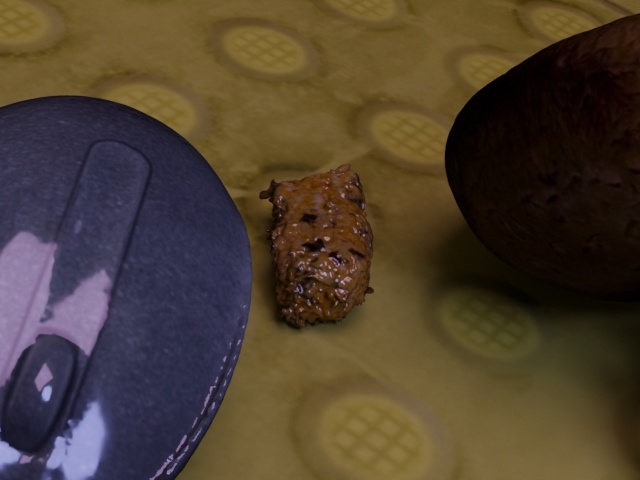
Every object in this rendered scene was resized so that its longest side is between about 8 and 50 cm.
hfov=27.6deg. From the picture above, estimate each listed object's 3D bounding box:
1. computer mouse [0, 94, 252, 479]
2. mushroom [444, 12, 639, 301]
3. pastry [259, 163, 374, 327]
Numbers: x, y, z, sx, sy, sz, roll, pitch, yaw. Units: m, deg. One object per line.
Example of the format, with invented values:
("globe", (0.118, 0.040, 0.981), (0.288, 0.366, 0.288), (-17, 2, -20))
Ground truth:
("computer mouse", (-0.147, 0.015, 0.776), (0.203, 0.114, 0.374), (22, 35, -15))
("mushroom", (0.249, -0.062, 0.890), (0.345, 0.345, 0.239), (-8, 56, -30))
("pastry", (0.000, 0.000, 0.923), (0.080, 0.056, 0.140), (-3, 43, -8))
